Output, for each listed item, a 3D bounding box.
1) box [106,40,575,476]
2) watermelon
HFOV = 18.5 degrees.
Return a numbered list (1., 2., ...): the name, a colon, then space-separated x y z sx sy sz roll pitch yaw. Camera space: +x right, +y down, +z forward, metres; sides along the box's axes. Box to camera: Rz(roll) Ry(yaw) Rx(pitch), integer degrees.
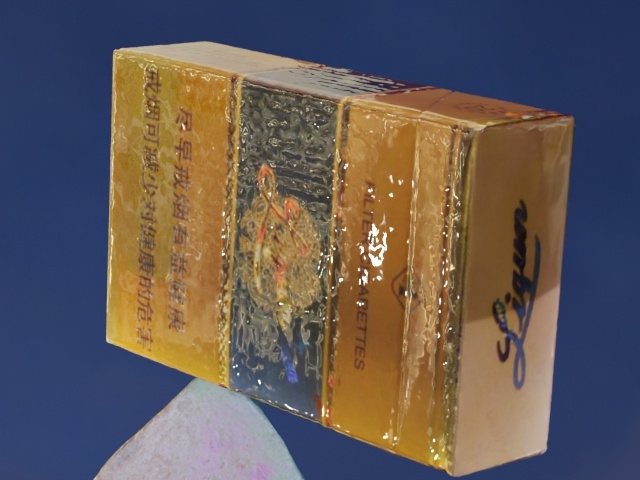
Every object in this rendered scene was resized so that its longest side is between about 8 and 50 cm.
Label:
1. box: 0.000 0.000 0.893 0.237 0.070 0.152 15 -72 42
2. watermelon: -0.146 0.252 1.434 0.292 0.222 0.319 -38 -60 -11
